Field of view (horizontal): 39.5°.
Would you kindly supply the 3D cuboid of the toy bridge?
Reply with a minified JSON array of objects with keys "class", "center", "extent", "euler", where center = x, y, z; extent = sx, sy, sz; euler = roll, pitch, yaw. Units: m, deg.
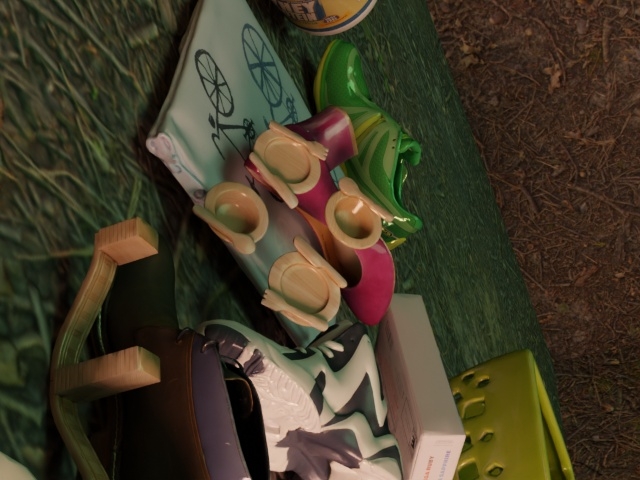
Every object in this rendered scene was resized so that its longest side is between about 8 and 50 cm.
[{"class":"toy bridge","center":[-0.123,0.079,0.510],"extent":[0.026,0.063,0.188],"euler":[48,30,-55]}]

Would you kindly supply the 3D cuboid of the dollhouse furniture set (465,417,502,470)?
[{"class":"dollhouse furniture set","center":[0.211,0.316,1.264],"extent":[0.151,0.144,0.123],"euler":[62,11,7]}]

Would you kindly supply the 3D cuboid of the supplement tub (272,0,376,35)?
[{"class":"supplement tub","center":[-0.018,-0.350,1.070],"extent":[0.199,0.144,0.144],"euler":[31,46,-65]}]

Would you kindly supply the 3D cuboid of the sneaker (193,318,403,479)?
[{"class":"sneaker","center":[-0.019,0.108,0.738],"extent":[0.235,0.094,0.153],"euler":[38,27,-26]}]

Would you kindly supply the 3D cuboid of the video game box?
[{"class":"video game box","center":[0.086,0.188,0.904],"extent":[0.205,0.048,0.187],"euler":[-100,-162,-55]}]

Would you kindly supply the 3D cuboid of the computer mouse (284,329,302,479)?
[{"class":"computer mouse","center":[-0.018,0.180,0.816],"extent":[0.071,0.041,0.242],"euler":[47,26,-43]}]

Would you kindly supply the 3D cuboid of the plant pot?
[{"class":"plant pot","center":[0.184,0.296,1.043],"extent":[0.228,0.207,0.227],"euler":[-79,148,-54]}]

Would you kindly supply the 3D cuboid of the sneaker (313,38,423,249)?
[{"class":"sneaker","center":[0.071,-0.130,1.192],"extent":[0.109,0.123,0.296],"euler":[16,60,-70]}]

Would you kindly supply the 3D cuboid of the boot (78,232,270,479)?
[{"class":"boot","center":[-0.083,0.078,0.563],"extent":[0.082,0.106,0.219],"euler":[51,30,-53]}]

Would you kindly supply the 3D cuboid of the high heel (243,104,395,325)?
[{"class":"high heel","center":[0.000,0.000,0.852],"extent":[0.117,0.082,0.244],"euler":[-34,129,-32]}]

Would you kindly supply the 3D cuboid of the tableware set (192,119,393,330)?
[{"class":"tableware set","center":[-0.019,-0.017,0.728],"extent":[0.141,0.020,0.169],"euler":[40,52,-6]}]

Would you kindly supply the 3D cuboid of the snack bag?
[{"class":"snack bag","center":[-0.055,-0.071,0.886],"extent":[0.343,0.037,0.323],"euler":[-86,152,-48]}]

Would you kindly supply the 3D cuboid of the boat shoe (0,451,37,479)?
[{"class":"boat shoe","center":[-0.120,0.165,0.396],"extent":[0.254,0.095,0.079],"euler":[55,24,-44]}]
